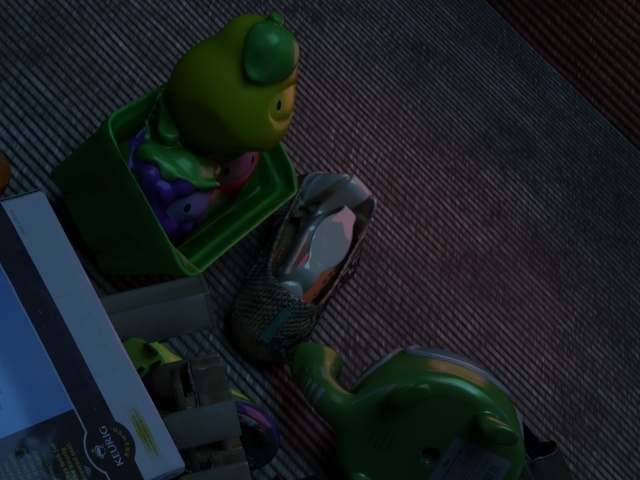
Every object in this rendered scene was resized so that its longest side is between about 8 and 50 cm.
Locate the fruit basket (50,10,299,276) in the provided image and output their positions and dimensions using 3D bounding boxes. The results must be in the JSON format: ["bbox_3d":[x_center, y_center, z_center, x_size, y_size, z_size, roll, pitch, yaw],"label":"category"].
[{"bbox_3d":[-0.143,-0.140,1.937,0.283,0.392,0.392,64,32,-11],"label":"fruit basket"}]

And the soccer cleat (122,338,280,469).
[{"bbox_3d":[-0.180,0.203,1.824,0.289,0.093,0.121,35,3,-2],"label":"soccer cleat"}]

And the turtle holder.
[{"bbox_3d":[0.121,0.261,1.943,0.320,0.243,0.227,-2,21,5],"label":"turtle holder"}]

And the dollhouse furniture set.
[{"bbox_3d":[-0.187,0.181,1.630,0.161,0.242,0.212,-13,13,-7],"label":"dollhouse furniture set"}]

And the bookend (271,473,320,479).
[{"bbox_3d":[0.015,0.374,1.812,0.157,0.072,0.156,45,22,24],"label":"bookend"}]

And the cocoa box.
[{"bbox_3d":[-0.354,0.164,1.475,0.228,0.231,0.347,-19,76,-44],"label":"cocoa box"}]

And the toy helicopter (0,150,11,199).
[{"bbox_3d":[-0.523,0.015,1.670,0.355,0.140,0.235,-4,62,-34],"label":"toy helicopter"}]

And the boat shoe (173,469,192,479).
[{"bbox_3d":[-0.111,0.338,1.722,0.219,0.078,0.070,29,33,-12],"label":"boat shoe"}]

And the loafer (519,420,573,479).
[{"bbox_3d":[0.337,0.358,2.136,0.251,0.087,0.094,44,33,4],"label":"loafer"}]

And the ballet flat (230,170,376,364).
[{"bbox_3d":[0.000,0.000,2.124,0.164,0.182,0.483,35,34,-7],"label":"ballet flat"}]
